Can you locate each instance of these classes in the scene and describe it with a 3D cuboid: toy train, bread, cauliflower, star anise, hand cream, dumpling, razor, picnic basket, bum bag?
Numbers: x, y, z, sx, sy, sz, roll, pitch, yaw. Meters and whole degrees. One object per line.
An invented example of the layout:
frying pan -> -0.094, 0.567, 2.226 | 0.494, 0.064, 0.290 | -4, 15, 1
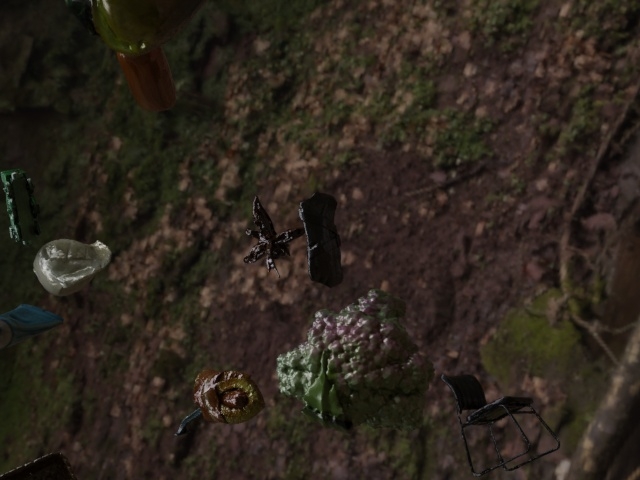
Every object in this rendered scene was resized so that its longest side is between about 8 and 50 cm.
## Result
toy train -> -0.705, -0.078, 1.978 | 0.104, 0.071, 0.178 | 23, 122, 55
bread -> -0.284, -0.501, 1.517 | 0.251, 0.208, 0.377 | -22, 30, 54
cauliflower -> 0.059, 0.221, 1.415 | 0.315, 0.256, 0.239 | 59, -165, -73
star anise -> -0.118, 0.009, 1.810 | 0.144, 0.140, 0.158 | -39, -29, -68
hand cream -> -0.485, 0.134, 1.356 | 0.224, 0.083, 0.048 | -64, -6, -86
dumpling -> -0.593, 0.056, 2.038 | 0.252, 0.179, 0.132 | 9, 117, 59
razor -> -0.340, 0.483, 2.369 | 0.190, 0.033, 0.066 | -44, -21, 21
picnic basket -> -0.585, 0.506, 1.678 | 0.193, 0.110, 0.055 | -21, -28, -31
bum bag -> 0.000, 0.000, 1.713 | 0.049, 0.087, 0.198 | -12, 83, 51

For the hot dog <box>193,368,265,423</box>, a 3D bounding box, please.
hot dog -> -0.231, 0.352, 1.899 | 0.261, 0.093, 0.123 | -15, 90, 52

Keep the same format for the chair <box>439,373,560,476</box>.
chair -> 0.356, 0.348, 1.713 | 0.145, 0.140, 0.221 | -38, 60, 30

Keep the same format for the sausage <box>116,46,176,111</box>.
sausage -> -0.399, -0.387, 1.941 | 0.274, 0.105, 0.105 | 88, -161, -68
